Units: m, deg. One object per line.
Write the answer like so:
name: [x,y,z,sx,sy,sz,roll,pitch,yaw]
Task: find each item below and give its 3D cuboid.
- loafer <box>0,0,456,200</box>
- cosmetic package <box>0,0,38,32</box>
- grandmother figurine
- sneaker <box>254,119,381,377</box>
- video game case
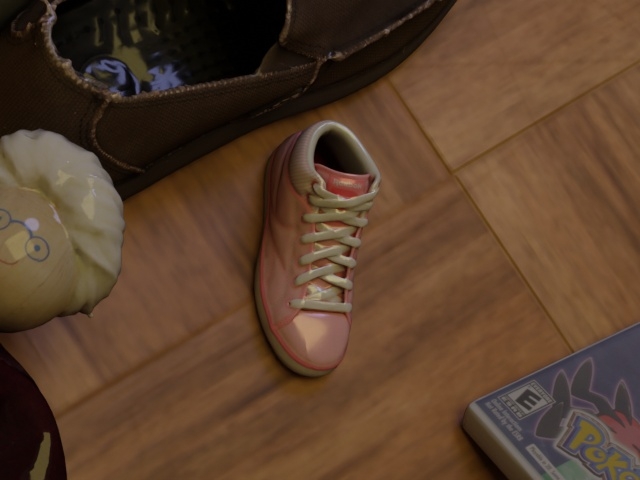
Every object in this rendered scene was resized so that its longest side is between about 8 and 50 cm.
loafer: [-0.023,-0.132,1.018,0.366,0.130,0.134,-39,89,-30]
cosmetic package: [-0.127,-0.285,1.021,0.385,0.156,0.217,-41,89,-29]
grandmother figurine: [-0.199,0.093,0.859,0.208,0.104,0.342,40,67,-15]
sneaker: [0.000,0.000,1.013,0.051,0.070,0.134,6,69,-23]
video game case: [0.206,0.126,1.032,0.183,0.023,0.201,-22,53,-29]
